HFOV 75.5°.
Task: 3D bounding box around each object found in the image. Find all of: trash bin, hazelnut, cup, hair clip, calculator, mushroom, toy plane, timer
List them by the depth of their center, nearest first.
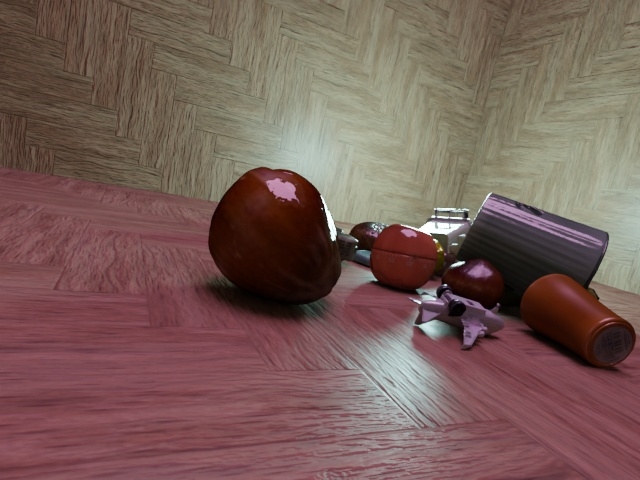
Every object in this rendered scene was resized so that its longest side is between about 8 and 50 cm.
[{"bbox_3d":[-0.101,-0.003,1.020,0.372,0.315,0.372,40,13,-11],"label":"hazelnut"},{"bbox_3d":[0.355,0.184,1.038,0.255,0.101,0.251,10,20,-11],"label":"toy plane"},{"bbox_3d":[0.693,0.218,1.099,0.226,0.182,0.264,19,14,-10],"label":"cup"},{"bbox_3d":[0.474,0.136,1.311,0.178,0.178,0.204,11,2,0],"label":"hazelnut"},{"bbox_3d":[0.700,0.055,1.422,0.392,0.310,0.401,29,-18,20],"label":"cup"},{"bbox_3d":[0.289,0.059,1.443,0.229,0.215,0.229,16,3,-1],"label":"timer"},{"bbox_3d":[0.235,0.086,1.775,0.185,0.041,0.299,4,12,-42],"label":"calculator"},{"bbox_3d":[0.577,0.067,1.780,0.257,0.146,0.075,-31,4,34],"label":"hair clip"},{"bbox_3d":[0.589,0.002,2.018,0.255,0.296,0.367,8,12,33],"label":"trash bin"},{"bbox_3d":[0.283,-0.002,2.040,0.297,0.163,0.278,9,9,-6],"label":"mushroom"}]

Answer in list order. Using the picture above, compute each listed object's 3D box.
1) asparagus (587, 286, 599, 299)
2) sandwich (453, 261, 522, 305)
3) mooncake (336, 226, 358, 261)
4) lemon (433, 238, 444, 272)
[{"bbox_3d":[0.944,0.221,1.529,0.128,0.108,0.382,13,4,38],"label":"asparagus"},{"bbox_3d":[0.709,0.176,1.621,0.301,0.099,0.271,9,15,-24],"label":"sandwich"},{"bbox_3d":[-0.002,0.005,1.666,0.254,0.136,0.250,13,8,-24],"label":"mooncake"},{"bbox_3d":[0.429,0.063,1.752,0.206,0.173,0.173,10,6,35],"label":"lemon"}]
